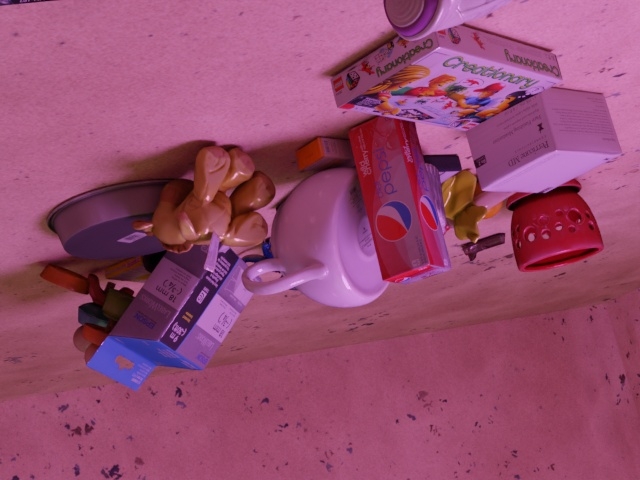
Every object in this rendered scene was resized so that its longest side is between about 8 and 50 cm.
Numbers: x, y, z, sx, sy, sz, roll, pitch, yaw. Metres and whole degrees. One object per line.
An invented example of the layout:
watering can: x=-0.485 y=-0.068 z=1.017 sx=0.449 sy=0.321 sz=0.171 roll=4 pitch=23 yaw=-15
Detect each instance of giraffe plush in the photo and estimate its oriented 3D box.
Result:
giraffe plush: x=-0.199 y=-0.044 z=1.698 sx=0.170 sy=0.210 sz=0.181 roll=-3 pitch=142 yaw=45

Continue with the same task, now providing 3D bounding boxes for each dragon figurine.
dragon figurine: x=-0.061 y=0.060 z=2.239 sx=0.289 sy=0.144 sz=0.085 roll=-19 pitch=164 yaw=23

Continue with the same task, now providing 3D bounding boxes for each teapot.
teapot: x=0.000 y=0.000 z=1.774 sx=0.187 sy=0.253 sz=0.256 roll=-4 pitch=160 yaw=32

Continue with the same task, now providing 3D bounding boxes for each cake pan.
cake pan: x=-0.331 y=-0.030 z=1.855 sx=0.293 sy=0.054 sz=0.293 roll=-12 pitch=165 yaw=-3

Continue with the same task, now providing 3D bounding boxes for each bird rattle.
bird rattle: x=0.312 y=-0.060 z=2.169 sx=0.207 sy=0.143 sz=0.253 roll=-28 pitch=170 yaw=-8

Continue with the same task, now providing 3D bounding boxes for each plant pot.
plant pot: x=0.505 y=-0.036 z=2.305 sx=0.191 sy=0.174 sz=0.191 roll=-12 pitch=165 yaw=-3

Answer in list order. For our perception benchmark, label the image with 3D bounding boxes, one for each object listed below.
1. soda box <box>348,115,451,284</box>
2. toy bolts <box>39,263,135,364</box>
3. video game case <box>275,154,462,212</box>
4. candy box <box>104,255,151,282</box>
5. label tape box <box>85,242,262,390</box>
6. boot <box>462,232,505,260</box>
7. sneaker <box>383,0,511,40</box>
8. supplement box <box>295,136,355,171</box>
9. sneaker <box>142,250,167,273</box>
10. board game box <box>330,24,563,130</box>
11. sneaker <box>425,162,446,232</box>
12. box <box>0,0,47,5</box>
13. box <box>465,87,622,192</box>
soda box: x=0.126 y=-0.067 z=1.686 sx=0.092 sy=0.263 sz=0.083 roll=-22 pitch=163 yaw=29
toy bolts: x=-0.477 y=0.155 z=2.117 sx=0.218 sy=0.158 sz=0.228 roll=23 pitch=179 yaw=-8
video game case: x=0.089 y=-0.097 z=1.997 sx=0.274 sy=0.035 sz=0.248 roll=-4 pitch=163 yaw=-31
candy box: x=-0.352 y=0.064 z=2.240 sx=0.105 sy=0.027 sz=0.206 roll=-23 pitch=163 yaw=27
label tape box: x=-0.275 y=0.157 z=2.054 sx=0.334 sy=0.106 sz=0.240 roll=-56 pitch=157 yaw=-9
boot: x=0.432 y=0.015 z=2.718 sx=0.114 sy=0.037 sz=0.106 roll=-22 pitch=166 yaw=15
sneaker: x=0.195 y=-0.326 z=1.145 sx=0.152 sy=0.114 sz=0.305 roll=-20 pitch=176 yaw=-35
supplement box: x=0.016 y=-0.143 z=1.761 sx=0.098 sy=0.036 sz=0.062 roll=1 pitch=160 yaw=-43
sneaker: x=-0.278 y=0.032 z=2.147 sx=0.089 sy=0.051 sz=0.170 roll=-22 pitch=168 yaw=30
board game box: x=0.188 y=-0.235 z=1.531 sx=0.305 sy=0.053 sz=0.193 roll=2 pitch=159 yaw=-45
sneaker: x=0.170 y=-0.058 z=1.939 sx=0.115 sy=0.105 sz=0.281 roll=-8 pitch=162 yaw=6
box: x=-0.275 y=-0.262 z=0.977 sx=0.067 sy=0.083 sz=0.018 roll=-8 pitch=165 yaw=-14
box: x=0.384 y=-0.169 z=1.815 sx=0.182 sy=0.119 sz=0.181 roll=-1 pitch=161 yaw=-39
